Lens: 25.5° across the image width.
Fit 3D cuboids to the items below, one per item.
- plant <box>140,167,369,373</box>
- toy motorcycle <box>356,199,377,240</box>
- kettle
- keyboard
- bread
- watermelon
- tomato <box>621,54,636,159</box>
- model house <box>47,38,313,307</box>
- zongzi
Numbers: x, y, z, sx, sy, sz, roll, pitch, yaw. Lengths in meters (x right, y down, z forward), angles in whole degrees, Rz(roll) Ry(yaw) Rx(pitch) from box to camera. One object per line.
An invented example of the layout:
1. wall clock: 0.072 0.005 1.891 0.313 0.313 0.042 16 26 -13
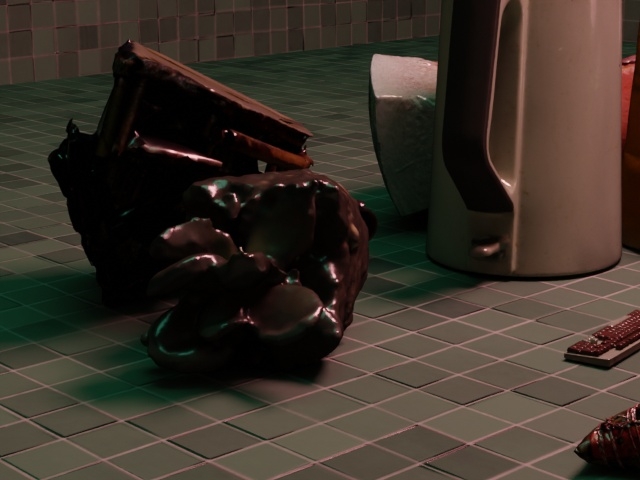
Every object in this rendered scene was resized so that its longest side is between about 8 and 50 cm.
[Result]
1. plant: -0.059 0.024 1.432 0.199 0.188 0.276 3 14 17
2. toy motorcycle: 0.000 0.001 1.757 0.122 0.082 0.213 4 26 13
3. kettle: 0.233 -0.153 1.733 0.250 0.377 0.361 8 16 30
4. keyboard: 0.315 0.099 1.470 0.055 0.017 0.166 10 18 36
5. bread: 0.453 -0.164 1.806 0.077 0.361 0.138 1 11 -19
6. watermelon: 0.212 -0.161 1.997 0.258 0.228 0.387 -11 -4 31
7. tomato: 0.537 -0.186 2.290 0.335 0.176 0.289 -7 -10 -28
8. model house: -0.168 -0.047 1.617 0.297 0.282 0.317 27 6 -13
9. zongzi: 0.259 0.153 1.154 0.083 0.073 0.067 10 0 31
